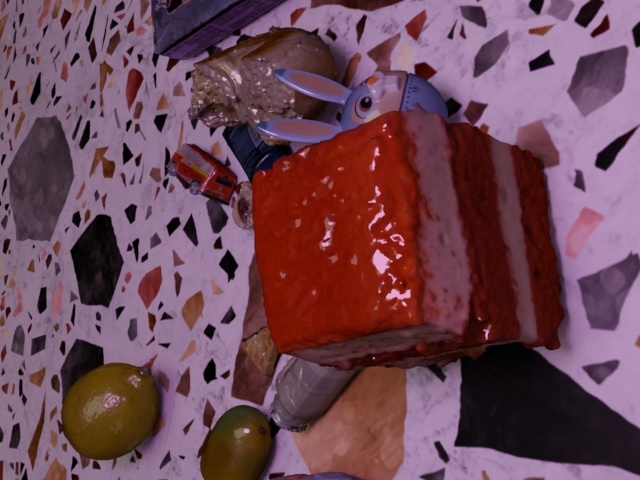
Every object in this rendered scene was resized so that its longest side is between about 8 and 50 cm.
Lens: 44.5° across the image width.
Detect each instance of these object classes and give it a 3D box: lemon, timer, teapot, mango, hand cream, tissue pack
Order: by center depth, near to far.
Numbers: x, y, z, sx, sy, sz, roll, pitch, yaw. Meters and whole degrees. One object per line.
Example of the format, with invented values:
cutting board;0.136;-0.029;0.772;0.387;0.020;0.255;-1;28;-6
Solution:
timer;0.063;-0.184;1.103;0.175;0.255;0.175;-55;18;28
teapot;-0.012;0.205;1.239;0.200;0.077;0.107;-54;44;26
mango;-0.145;0.369;1.356;0.122;0.085;0.191;45;126;31
hand cream;-0.121;-0.178;1.451;0.120;0.061;0.270;-57;40;24
tissue pack;-0.208;-0.539;1.566;0.361;0.122;0.259;-13;76;44
lemon;-0.422;0.343;1.593;0.248;0.184;0.184;-37;55;19

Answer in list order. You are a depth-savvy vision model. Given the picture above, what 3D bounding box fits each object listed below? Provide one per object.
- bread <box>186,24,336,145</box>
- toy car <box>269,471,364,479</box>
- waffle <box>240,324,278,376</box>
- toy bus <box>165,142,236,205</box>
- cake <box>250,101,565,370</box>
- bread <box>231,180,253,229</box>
bread;-0.084;-0.270;1.338;0.314;0.192;0.171;4;128;47
toy car;-0.027;0.460;1.144;0.212;0.180;0.271;6;87;58
waffle;-0.092;0.154;1.359;0.097;0.023;0.153;49;129;40
toy bus;-0.237;-0.136;1.557;0.174;0.079;0.077;38;102;45
cake;0.101;0.018;0.967;0.269;0.319;0.270;-20;68;43
bread;-0.136;-0.067;1.455;0.070;0.035;0.083;48;121;53
